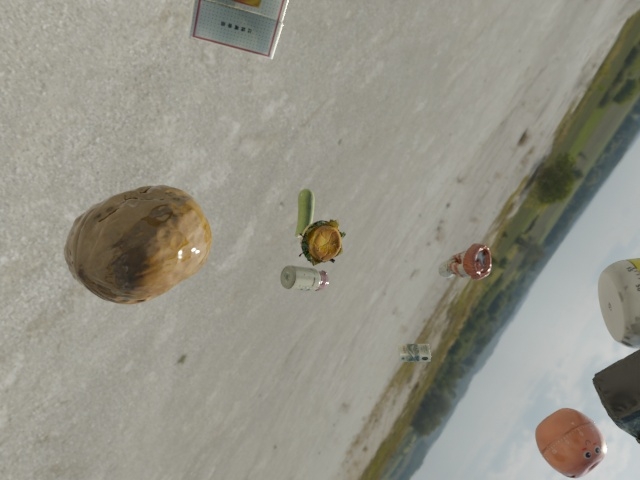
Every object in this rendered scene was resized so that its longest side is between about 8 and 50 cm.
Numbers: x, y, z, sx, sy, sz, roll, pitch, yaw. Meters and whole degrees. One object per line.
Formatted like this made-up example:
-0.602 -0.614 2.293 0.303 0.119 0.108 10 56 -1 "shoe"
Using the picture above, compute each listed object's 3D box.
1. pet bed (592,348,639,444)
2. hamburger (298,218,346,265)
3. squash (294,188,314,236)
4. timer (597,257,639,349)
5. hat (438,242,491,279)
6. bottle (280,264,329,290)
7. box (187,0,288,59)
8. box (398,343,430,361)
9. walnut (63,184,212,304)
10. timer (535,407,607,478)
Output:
0.825 0.389 1.263 0.211 0.159 0.183 -41 -163 21 "pet bed"
0.003 0.001 1.849 0.189 0.093 0.164 -7 106 -29 "hamburger"
-0.074 -0.127 2.370 0.083 0.083 0.251 64 30 -67 "squash"
0.970 0.173 1.447 0.285 0.285 0.285 -45 157 -25 "timer"
0.403 0.070 1.458 0.162 0.094 0.112 -11 -153 50 "hat"
-0.063 0.175 2.300 0.233 0.110 0.110 11 115 -42 "bottle"
-0.169 -0.606 1.151 0.210 0.095 0.331 8 130 -20 "box"
0.254 0.304 1.376 0.054 0.083 0.024 -81 168 -64 "box"
-0.504 0.012 1.424 0.397 0.353 0.308 -33 107 -44 "walnut"
0.922 0.745 1.868 0.229 0.215 0.230 -21 143 -17 "timer"
